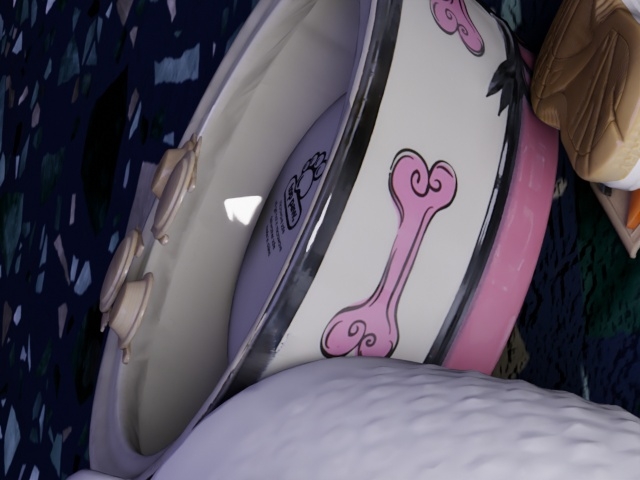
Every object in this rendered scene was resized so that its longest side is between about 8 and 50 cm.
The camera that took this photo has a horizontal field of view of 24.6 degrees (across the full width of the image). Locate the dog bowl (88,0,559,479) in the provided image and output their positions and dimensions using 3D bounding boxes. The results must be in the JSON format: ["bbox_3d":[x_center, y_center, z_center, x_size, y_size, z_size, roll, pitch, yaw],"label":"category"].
[{"bbox_3d":[0.000,0.000,0.952,0.408,0.150,0.408,-55,20,32],"label":"dog bowl"}]

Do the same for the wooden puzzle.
[{"bbox_3d":[0.180,-0.038,0.831,0.079,0.014,0.116,-66,29,27],"label":"wooden puzzle"}]

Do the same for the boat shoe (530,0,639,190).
[{"bbox_3d":[0.175,-0.084,0.769,0.277,0.096,0.098,-83,14,-64],"label":"boat shoe"}]

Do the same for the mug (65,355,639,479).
[{"bbox_3d":[0.057,0.180,0.590,0.328,0.374,0.276,5,68,59],"label":"mug"}]

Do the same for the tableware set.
[{"bbox_3d":[-0.116,-0.001,1.013,0.169,0.020,0.141,-63,16,15],"label":"tableware set"}]
